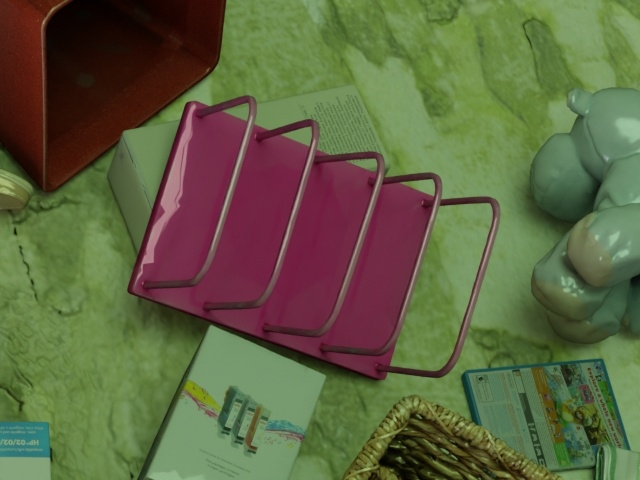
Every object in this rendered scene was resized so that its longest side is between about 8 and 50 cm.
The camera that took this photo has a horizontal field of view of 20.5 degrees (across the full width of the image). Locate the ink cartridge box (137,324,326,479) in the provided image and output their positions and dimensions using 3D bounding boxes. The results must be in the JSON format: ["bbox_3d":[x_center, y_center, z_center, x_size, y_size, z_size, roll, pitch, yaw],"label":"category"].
[{"bbox_3d":[-0.092,0.198,1.687,0.127,0.128,0.176,25,56,-4],"label":"ink cartridge box"}]

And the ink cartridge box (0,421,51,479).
[{"bbox_3d":[-0.279,0.266,1.600,0.061,0.104,0.181,2,62,-17],"label":"ink cartridge box"}]

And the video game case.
[{"bbox_3d":[0.239,0.187,1.872,0.166,0.015,0.119,-3,63,-20],"label":"video game case"}]

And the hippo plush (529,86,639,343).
[{"bbox_3d":[0.313,-0.055,1.891,0.234,0.294,0.237,4,51,-41],"label":"hippo plush"}]

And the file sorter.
[{"bbox_3d":[0.000,0.000,1.725,0.290,0.182,0.202,21,79,-23],"label":"file sorter"}]

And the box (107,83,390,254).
[{"bbox_3d":[-0.074,-0.074,1.863,0.275,0.094,0.113,-13,68,-24],"label":"box"}]

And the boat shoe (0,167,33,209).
[{"bbox_3d":[-0.374,-0.045,1.769,0.170,0.063,0.059,9,62,-3],"label":"boat shoe"}]

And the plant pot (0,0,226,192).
[{"bbox_3d":[-0.268,-0.264,1.820,0.235,0.267,0.267,38,57,19],"label":"plant pot"}]

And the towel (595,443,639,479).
[{"bbox_3d":[0.357,0.279,1.846,0.152,0.023,0.113,14,66,-14],"label":"towel"}]

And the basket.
[{"bbox_3d":[0.124,0.327,1.609,0.299,0.223,0.213,33,41,0],"label":"basket"}]
